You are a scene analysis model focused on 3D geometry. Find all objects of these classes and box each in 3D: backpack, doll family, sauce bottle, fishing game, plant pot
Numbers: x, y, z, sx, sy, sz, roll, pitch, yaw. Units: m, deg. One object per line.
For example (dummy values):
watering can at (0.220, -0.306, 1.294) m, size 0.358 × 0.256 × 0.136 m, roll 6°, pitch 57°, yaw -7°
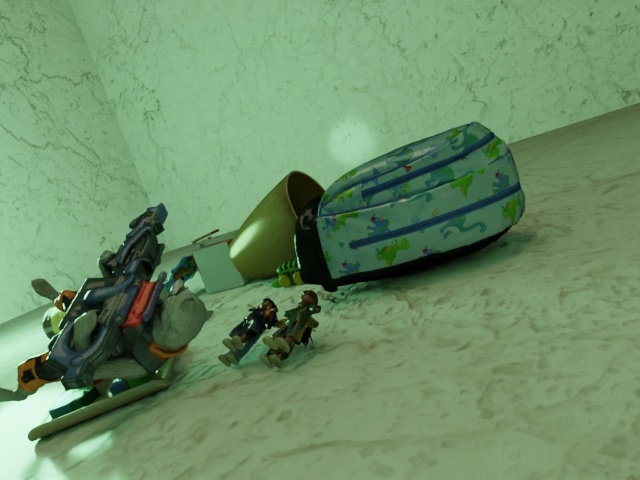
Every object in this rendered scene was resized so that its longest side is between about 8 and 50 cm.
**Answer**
backpack at (0.164, -0.058, 0.828) m, size 0.356 × 0.273 × 0.290 m, roll -2°, pitch 8°, yaw 24°
doll family at (-0.066, 0.118, 0.656) m, size 0.193 × 0.076 × 0.111 m, roll -7°, pitch 33°, yaw 38°
sauce bottle at (-0.576, 0.188, 1.284) m, size 0.345 × 0.111 × 0.111 m, roll -16°, pitch 9°, yaw 12°
fishing game at (-0.380, 0.086, 1.377) m, size 0.264 × 0.041 × 0.189 m, roll -55°, pitch -8°, yaw 23°
plant pot at (-0.101, -0.009, 1.192) m, size 0.254 × 0.237 × 0.237 m, roll -31°, pitch 3°, yaw 24°

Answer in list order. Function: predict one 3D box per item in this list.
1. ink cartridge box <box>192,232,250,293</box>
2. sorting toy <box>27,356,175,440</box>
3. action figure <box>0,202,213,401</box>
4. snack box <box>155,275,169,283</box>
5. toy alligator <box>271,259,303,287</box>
ink cartridge box at (-0.245, 0.052, 1.339) m, size 0.128 × 0.128 × 0.176 m, roll -16°, pitch 9°, yaw 22°
sorting toy at (-0.323, 0.216, 0.739) m, size 0.193 × 0.038 × 0.208 m, roll -21°, pitch 8°, yaw -9°
action figure at (-0.313, 0.109, 0.736) m, size 0.331 × 0.178 × 0.341 m, roll -8°, pitch 40°, yaw 20°
snack box at (-0.574, 0.143, 1.887) m, size 0.178 × 0.022 × 0.064 m, roll -25°, pitch 11°, yaw -36°
toy alligator at (-0.034, 0.063, 1.044) m, size 0.190 × 0.051 × 0.056 m, roll -15°, pitch 9°, yaw 27°
